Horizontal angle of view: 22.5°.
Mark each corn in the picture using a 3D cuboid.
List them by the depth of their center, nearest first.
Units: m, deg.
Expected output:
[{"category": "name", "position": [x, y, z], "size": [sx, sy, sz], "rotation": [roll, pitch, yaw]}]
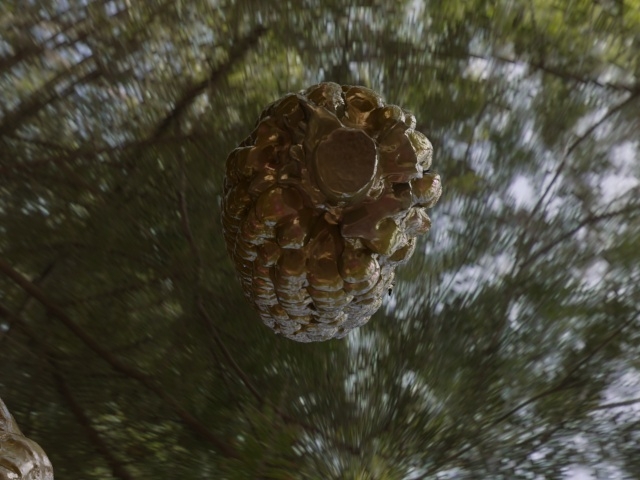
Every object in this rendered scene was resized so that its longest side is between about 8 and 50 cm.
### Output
[{"category": "corn", "position": [0.000, 0.000, 0.708], "size": [0.086, 0.288, 0.087], "rotation": [0, -101, -1]}]

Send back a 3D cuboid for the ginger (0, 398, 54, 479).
[{"category": "ginger", "position": [-0.177, 0.151, 0.896], "size": [0.074, 0.213, 0.137], "rotation": [-30, -79, -21]}]
